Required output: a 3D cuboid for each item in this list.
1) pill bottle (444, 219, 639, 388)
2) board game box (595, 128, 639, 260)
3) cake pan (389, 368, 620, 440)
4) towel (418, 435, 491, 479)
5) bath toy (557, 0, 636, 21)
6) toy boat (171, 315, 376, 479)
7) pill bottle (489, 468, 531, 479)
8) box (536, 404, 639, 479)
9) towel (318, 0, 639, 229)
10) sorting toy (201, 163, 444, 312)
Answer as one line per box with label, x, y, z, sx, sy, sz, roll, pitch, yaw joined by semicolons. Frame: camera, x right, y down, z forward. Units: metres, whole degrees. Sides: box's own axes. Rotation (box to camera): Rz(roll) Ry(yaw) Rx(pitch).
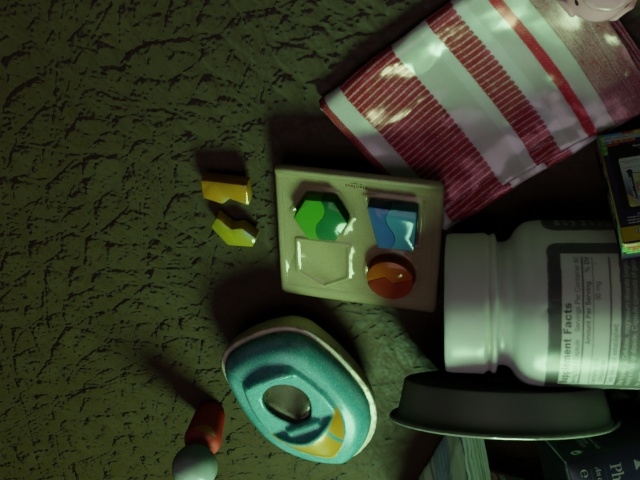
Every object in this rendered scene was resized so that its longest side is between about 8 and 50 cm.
pill bottle;0.331;0.075;1.116;0.361;0.204;0.204;0;125;9
board game box;0.403;-0.061;1.024;0.170;0.141;0.048;-9;154;10
cake pan;0.236;0.207;1.209;0.293;0.293;0.054;0;88;9
towel;0.175;0.394;1.367;0.034;0.209;0.285;14;128;-11
bath toy;0.290;-0.265;0.889;0.348;0.151;0.129;10;143;10
toy boat;-0.077;0.259;1.350;0.318;0.148;0.267;-27;117;25
pill bottle;0.367;0.483;1.400;0.363;0.210;0.210;16;126;-2
box;0.464;0.367;1.199;0.294;0.183;0.296;-13;92;1
towel;0.192;-0.164;1.071;0.329;0.037;0.237;-32;114;28
sorting toy;0.000;0.000;1.198;0.307;0.041;0.229;7;132;11
